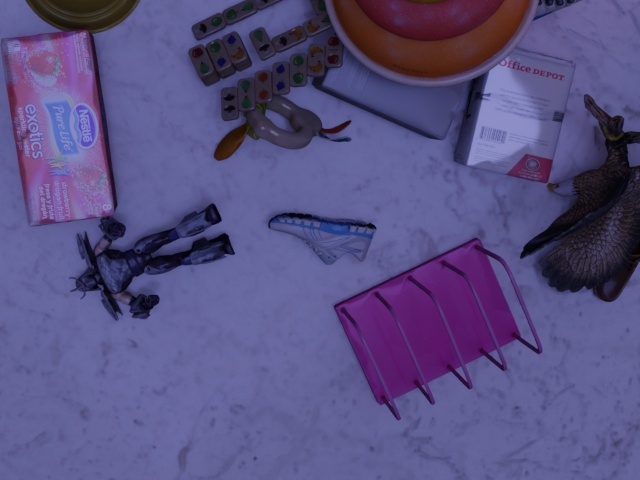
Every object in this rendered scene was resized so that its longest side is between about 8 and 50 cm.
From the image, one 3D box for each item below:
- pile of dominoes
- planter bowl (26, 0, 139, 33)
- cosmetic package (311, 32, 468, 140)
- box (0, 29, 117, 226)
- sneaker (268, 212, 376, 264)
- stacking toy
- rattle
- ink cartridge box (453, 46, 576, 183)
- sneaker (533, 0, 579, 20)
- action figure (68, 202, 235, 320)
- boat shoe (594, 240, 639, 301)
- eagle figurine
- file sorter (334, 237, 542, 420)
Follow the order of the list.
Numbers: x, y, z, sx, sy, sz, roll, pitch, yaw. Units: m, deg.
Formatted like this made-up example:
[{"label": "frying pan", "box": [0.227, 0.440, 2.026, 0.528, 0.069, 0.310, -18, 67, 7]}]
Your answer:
[{"label": "pile of dominoes", "box": [-0.090, -0.330, 1.839, 0.251, 0.040, 0.196, -25, 70, 3]}, {"label": "planter bowl", "box": [-0.391, -0.449, 1.811, 0.217, 0.090, 0.217, -1, 97, -9]}, {"label": "cosmetic package", "box": [0.122, -0.273, 1.906, 0.237, 0.107, 0.127, 24, 92, -13]}, {"label": "box", "box": [-0.422, -0.184, 1.810, 0.142, 0.154, 0.300, -8, 98, -7]}, {"label": "sneaker", "box": [0.000, 0.000, 1.941, 0.190, 0.071, 0.083, 9, 102, -9]}, {"label": "stacking toy", "box": [0.165, -0.436, 1.597, 0.350, 0.480, 0.351, 0, 85, 4]}, {"label": "rattle", "box": [-0.058, -0.168, 1.914, 0.199, 0.130, 0.143, 7, 116, -39]}, {"label": "ink cartridge box", "box": [0.338, -0.225, 1.948, 0.158, 0.092, 0.218, 12, 97, -10]}, {"label": "sneaker", "box": [0.322, -0.409, 1.905, 0.329, 0.147, 0.130, -16, 94, 14]}, {"label": "action figure", "box": [-0.296, 0.028, 1.886, 0.284, 0.099, 0.185, -22, 109, -1]}, {"label": "boat shoe", "box": [0.551, 0.029, 2.028, 0.064, 0.060, 0.178, 19, 94, -10]}, {"label": "eagle figurine", "box": [0.480, -0.063, 1.936, 0.226, 0.225, 0.298, 22, 76, -12]}, {"label": "file sorter", "box": [0.207, 0.157, 1.932, 0.290, 0.182, 0.202, -25, 101, -5]}]
